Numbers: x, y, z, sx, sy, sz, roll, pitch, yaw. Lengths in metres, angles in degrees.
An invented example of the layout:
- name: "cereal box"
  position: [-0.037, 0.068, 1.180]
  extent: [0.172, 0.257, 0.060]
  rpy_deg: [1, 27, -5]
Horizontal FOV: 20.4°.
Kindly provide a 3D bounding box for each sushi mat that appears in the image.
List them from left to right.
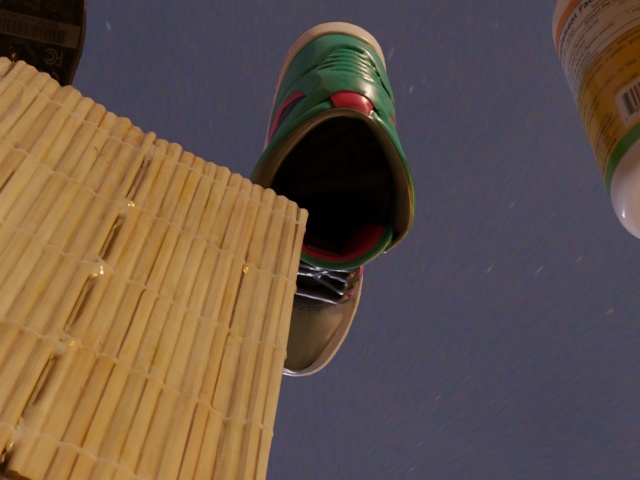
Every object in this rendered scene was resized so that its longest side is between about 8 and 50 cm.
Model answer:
- name: "sushi mat"
  position: [-0.080, 0.010, 0.609]
  extent: [0.151, 0.316, 0.019]
  rpy_deg: [29, -72, -7]

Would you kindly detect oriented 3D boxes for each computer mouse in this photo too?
- name: "computer mouse"
  position: [-0.244, -0.076, 1.130]
  extent: [0.184, 0.060, 0.262]
  rpy_deg: [3, -92, -33]

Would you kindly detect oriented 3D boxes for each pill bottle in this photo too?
- name: "pill bottle"
  position: [0.243, -0.128, 1.262]
  extent: [0.136, 0.136, 0.245]
  rpy_deg: [-10, -129, -3]

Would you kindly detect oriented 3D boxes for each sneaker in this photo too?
- name: "sneaker"
  position: [0.000, 0.000, 1.343]
  extent: [0.124, 0.178, 0.295]
  rpy_deg: [6, -66, -4]
